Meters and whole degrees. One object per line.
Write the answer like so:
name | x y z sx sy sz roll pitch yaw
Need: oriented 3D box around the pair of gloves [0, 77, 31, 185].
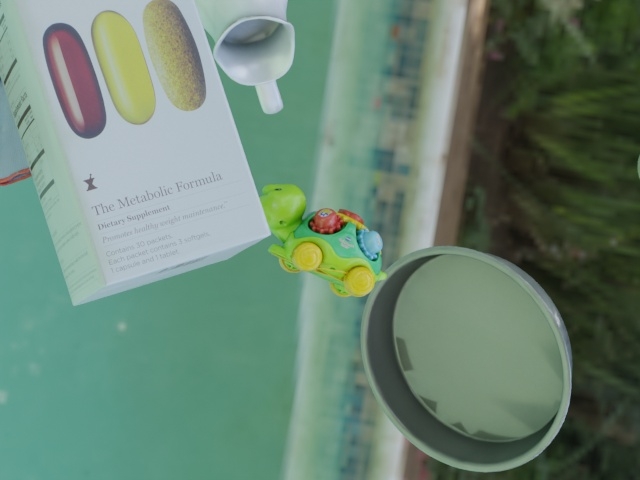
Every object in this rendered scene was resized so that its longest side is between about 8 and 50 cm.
pair of gloves | -0.286 -0.104 1.498 0.023 0.198 0.159 48 30 -54

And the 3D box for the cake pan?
cake pan | 0.186 0.141 2.260 0.054 0.293 0.293 -27 130 -52

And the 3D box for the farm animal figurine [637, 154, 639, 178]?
farm animal figurine | 0.513 -0.008 2.124 0.327 0.330 0.172 90 19 -69

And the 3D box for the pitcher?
pitcher | -0.083 -0.247 1.899 0.178 0.125 0.207 79 -5 -56

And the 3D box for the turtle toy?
turtle toy | 0.000 0.000 1.549 0.066 0.130 0.095 -65 -171 -6

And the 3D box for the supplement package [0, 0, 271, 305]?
supplement package | -0.152 -0.091 1.391 0.244 0.139 0.134 71 -20 3
